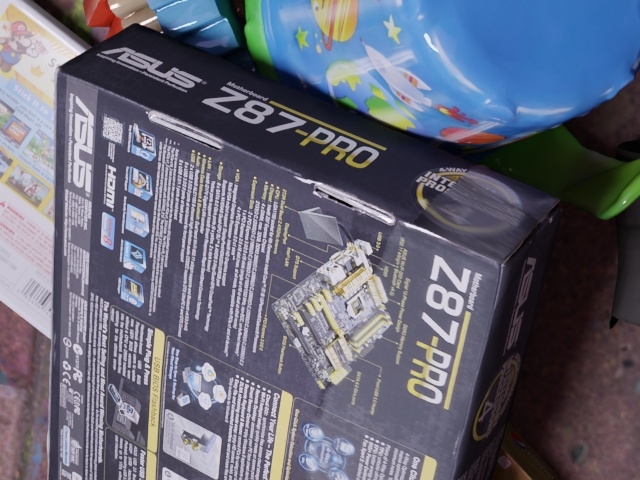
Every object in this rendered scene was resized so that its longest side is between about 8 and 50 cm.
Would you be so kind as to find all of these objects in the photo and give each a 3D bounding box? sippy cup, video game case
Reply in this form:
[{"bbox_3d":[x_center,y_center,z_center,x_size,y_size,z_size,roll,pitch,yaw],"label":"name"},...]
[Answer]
[{"bbox_3d":[0.092,-0.154,0.971,0.305,0.224,0.240,11,89,-18],"label":"sippy cup"},{"bbox_3d":[-0.204,-0.044,1.204,0.227,0.026,0.206,38,107,-1],"label":"video game case"}]

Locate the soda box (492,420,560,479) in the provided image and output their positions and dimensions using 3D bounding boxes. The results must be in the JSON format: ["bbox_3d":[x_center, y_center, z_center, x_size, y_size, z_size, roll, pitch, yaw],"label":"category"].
[{"bbox_3d":[0.092,0.219,1.173,0.181,0.058,0.061,-44,87,18],"label":"soda box"}]

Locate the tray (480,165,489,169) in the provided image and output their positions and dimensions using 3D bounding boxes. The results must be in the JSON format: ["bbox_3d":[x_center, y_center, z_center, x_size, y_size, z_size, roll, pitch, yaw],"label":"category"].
[{"bbox_3d":[0.000,0.000,1.154,0.270,0.030,0.145,-22,102,13],"label":"tray"}]

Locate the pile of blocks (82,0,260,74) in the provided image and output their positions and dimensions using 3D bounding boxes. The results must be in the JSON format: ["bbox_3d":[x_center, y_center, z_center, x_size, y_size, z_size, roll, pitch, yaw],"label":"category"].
[{"bbox_3d":[-0.127,-0.178,1.055,0.112,0.149,0.362,-22,124,16],"label":"pile of blocks"}]

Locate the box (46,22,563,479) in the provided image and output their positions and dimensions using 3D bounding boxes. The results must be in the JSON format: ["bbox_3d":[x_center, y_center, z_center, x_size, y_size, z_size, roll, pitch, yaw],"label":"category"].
[{"bbox_3d":[-0.035,0.090,1.046,0.318,0.097,0.395,25,129,23],"label":"box"}]

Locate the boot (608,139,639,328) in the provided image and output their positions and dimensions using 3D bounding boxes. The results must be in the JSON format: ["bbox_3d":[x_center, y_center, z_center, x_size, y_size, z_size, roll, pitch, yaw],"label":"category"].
[{"bbox_3d":[0.299,0.010,1.082,0.197,0.077,0.137,11,108,25],"label":"boot"}]
